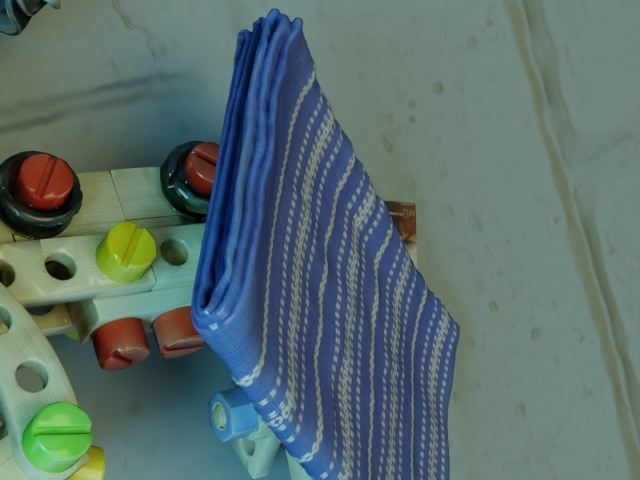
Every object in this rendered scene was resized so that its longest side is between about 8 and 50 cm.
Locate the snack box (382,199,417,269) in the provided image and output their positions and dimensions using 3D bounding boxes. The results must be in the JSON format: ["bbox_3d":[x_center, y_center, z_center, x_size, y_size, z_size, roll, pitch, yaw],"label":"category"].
[{"bbox_3d":[0.000,0.000,0.815,0.178,0.022,0.064,3,84,-40],"label":"snack box"}]

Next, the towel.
[{"bbox_3d":[0.025,0.052,0.699,0.243,0.040,0.336,-84,152,-42],"label":"towel"}]

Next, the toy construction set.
[{"bbox_3d":[-0.106,0.062,0.634,0.327,0.151,0.215,2,59,-48],"label":"toy construction set"}]

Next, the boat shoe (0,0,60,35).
[{"bbox_3d":[-0.189,-0.172,0.632,0.335,0.121,0.119,-22,107,-29],"label":"boat shoe"}]
